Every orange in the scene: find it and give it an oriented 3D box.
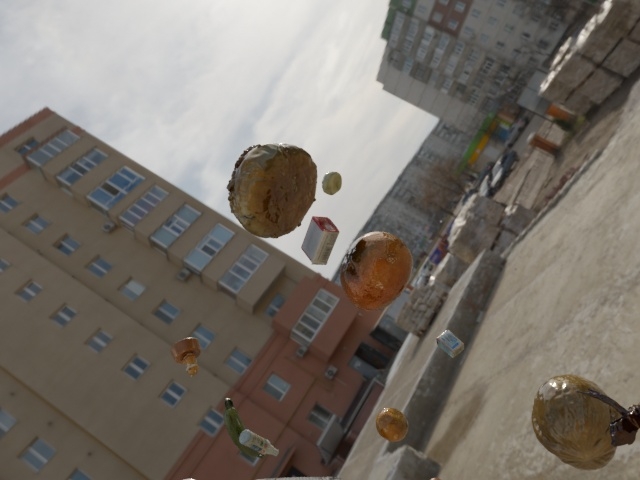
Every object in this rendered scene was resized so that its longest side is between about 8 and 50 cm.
[{"bbox_3d":[0.146,0.083,1.310,0.224,0.170,0.224,-57,14,22],"label":"orange"},{"bbox_3d":[0.174,0.452,1.173,0.070,0.083,0.083,-67,-12,12],"label":"orange"}]

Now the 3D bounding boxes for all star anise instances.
[{"bbox_3d":[0.713,0.389,1.129,0.140,0.144,0.158,-39,-25,18],"label":"star anise"}]

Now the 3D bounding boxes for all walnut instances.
[{"bbox_3d":[0.923,0.656,1.728,0.332,0.333,0.333,-55,-11,-17],"label":"walnut"}]

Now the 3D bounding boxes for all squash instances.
[{"bbox_3d":[-0.326,0.787,1.945,0.071,0.318,0.080,-17,19,27],"label":"squash"}]

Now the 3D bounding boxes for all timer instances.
[{"bbox_3d":[-0.583,0.532,2.127,0.132,0.152,0.132,-21,-35,-16],"label":"timer"}]

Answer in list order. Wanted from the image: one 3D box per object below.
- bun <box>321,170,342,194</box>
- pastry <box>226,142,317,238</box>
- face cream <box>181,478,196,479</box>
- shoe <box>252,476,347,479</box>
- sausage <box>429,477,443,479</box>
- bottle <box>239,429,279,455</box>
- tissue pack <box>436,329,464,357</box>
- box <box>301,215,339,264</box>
[{"bbox_3d":[0.047,-0.262,2.168,0.115,0.069,0.115,-25,-59,-52],"label":"bun"},{"bbox_3d":[-0.153,-0.155,1.416,0.316,0.184,0.284,-33,-49,-47],"label":"pastry"},{"bbox_3d":[-0.273,0.685,1.162,0.102,0.102,0.345,-51,-32,-33],"label":"face cream"},{"bbox_3d":[-0.075,0.684,1.091,0.171,0.384,0.237,-15,66,54],"label":"shoe"},{"bbox_3d":[0.354,0.714,1.356,0.036,0.158,0.042,9,55,53],"label":"sausage"},{"bbox_3d":[-0.239,0.824,1.925,0.060,0.060,0.217,-56,-50,-14],"label":"bottle"},{"bbox_3d":[0.533,0.424,1.961,0.074,0.094,0.058,-33,-41,-15],"label":"tissue pack"},{"bbox_3d":[0.000,0.000,2.138,0.099,0.133,0.182,4,-61,-31],"label":"box"}]
